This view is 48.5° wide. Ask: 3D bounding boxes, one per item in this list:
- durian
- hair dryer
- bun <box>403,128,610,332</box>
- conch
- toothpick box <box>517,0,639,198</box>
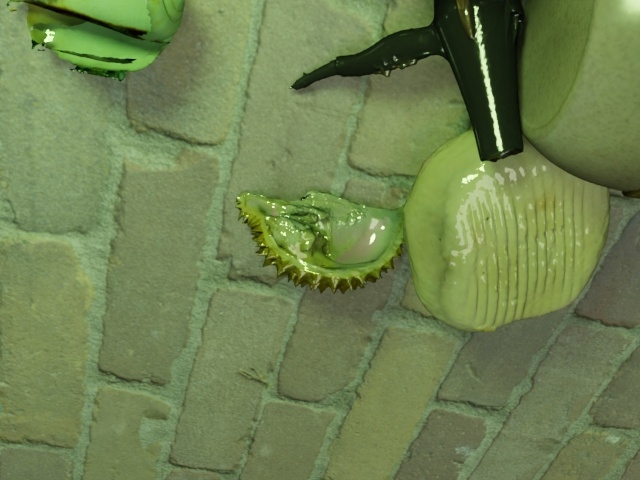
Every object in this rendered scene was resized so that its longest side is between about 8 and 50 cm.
[{"bbox_3d":[0.000,0.000,1.192,0.307,0.172,0.166,12,100,-3],"label":"durian"},{"bbox_3d":[0.115,-0.231,1.010,0.360,0.303,0.120,-10,172,29],"label":"hair dryer"},{"bbox_3d":[0.287,-0.024,1.156,0.361,0.213,0.361,-8,118,-15],"label":"bun"},{"bbox_3d":[-0.293,-0.296,0.956,0.251,0.137,0.143,-21,125,11],"label":"conch"},{"bbox_3d":[0.489,-0.247,0.877,0.426,0.409,0.408,4,126,-5],"label":"toothpick box"}]
